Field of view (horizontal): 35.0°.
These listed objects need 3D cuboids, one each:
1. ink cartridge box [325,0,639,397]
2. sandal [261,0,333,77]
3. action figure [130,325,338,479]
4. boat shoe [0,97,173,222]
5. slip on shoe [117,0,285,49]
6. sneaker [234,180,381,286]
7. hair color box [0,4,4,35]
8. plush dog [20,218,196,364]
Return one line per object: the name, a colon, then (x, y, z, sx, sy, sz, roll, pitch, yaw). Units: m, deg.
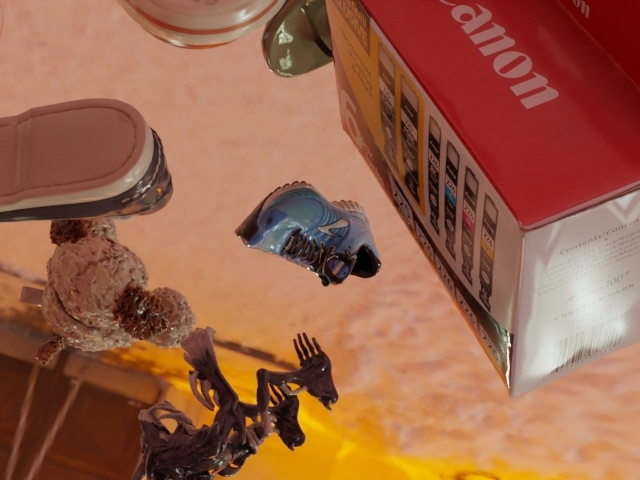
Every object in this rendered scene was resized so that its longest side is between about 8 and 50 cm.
ink cartridge box: (0.119, -0.096, 0.723, 0.130, 0.309, 0.272, -22, 143, -9)
sandal: (0.078, -0.226, 1.028, 0.302, 0.086, 0.120, -14, 151, 18)
action figure: (-0.112, 0.182, 1.049, 0.275, 0.141, 0.164, -15, 147, -51)
boat shoe: (-0.177, -0.031, 0.539, 0.206, 0.075, 0.065, -2, 157, 15)
slip on shoe: (-0.087, -0.182, 0.662, 0.123, 0.331, 0.101, -16, 121, -10)
sneaker: (0.000, 0.000, 0.838, 0.162, 0.073, 0.063, 6, 135, -50)
hair color box: (-0.490, -0.287, 1.276, 0.167, 0.053, 0.093, 12, 176, -12)
plush dog: (-0.312, 0.066, 1.400, 0.262, 0.210, 0.225, 46, 153, 7)
